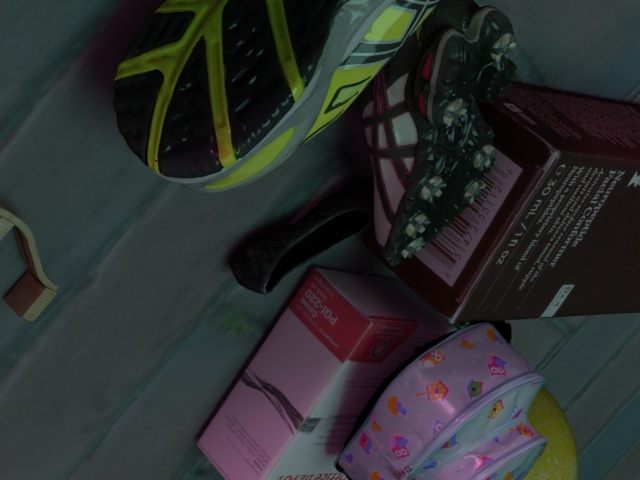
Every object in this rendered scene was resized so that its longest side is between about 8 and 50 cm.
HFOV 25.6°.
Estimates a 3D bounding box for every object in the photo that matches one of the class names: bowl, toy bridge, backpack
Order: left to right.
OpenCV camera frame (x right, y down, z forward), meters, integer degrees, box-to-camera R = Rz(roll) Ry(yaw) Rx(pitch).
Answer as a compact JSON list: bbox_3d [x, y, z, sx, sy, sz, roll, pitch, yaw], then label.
[{"bbox_3d":[-0.237,0.000,0.960,0.063,0.026,0.188,-49,148,0],"label":"toy bridge"},{"bbox_3d":[0.118,0.170,1.273,0.165,0.144,0.188,-21,145,-35],"label":"backpack"},{"bbox_3d":[0.228,0.332,1.751,0.289,0.156,0.289,-31,146,-24],"label":"bowl"}]

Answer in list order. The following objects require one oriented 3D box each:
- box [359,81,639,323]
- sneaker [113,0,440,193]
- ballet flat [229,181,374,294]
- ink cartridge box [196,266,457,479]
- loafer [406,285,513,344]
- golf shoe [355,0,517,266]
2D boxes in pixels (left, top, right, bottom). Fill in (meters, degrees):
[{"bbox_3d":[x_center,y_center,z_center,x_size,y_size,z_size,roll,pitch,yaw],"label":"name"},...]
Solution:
[{"bbox_3d":[0.233,-0.034,1.369,0.381,0.143,0.191,-1,127,-51],"label":"box"},{"bbox_3d":[0.016,-0.189,0.973,0.384,0.145,0.147,-42,169,-1],"label":"sneaker"},{"bbox_3d":[0.000,0.000,1.213,0.173,0.049,0.057,-29,145,-26],"label":"ballet flat"},{"bbox_3d":[0.007,0.141,1.339,0.158,0.092,0.218,10,117,-54],"label":"ink cartridge box"},{"bbox_3d":[0.151,0.109,1.475,0.094,0.087,0.251,-42,148,-7],"label":"loafer"},{"bbox_3d":[0.078,-0.098,1.139,0.105,0.120,0.273,-31,148,-33],"label":"golf shoe"}]
